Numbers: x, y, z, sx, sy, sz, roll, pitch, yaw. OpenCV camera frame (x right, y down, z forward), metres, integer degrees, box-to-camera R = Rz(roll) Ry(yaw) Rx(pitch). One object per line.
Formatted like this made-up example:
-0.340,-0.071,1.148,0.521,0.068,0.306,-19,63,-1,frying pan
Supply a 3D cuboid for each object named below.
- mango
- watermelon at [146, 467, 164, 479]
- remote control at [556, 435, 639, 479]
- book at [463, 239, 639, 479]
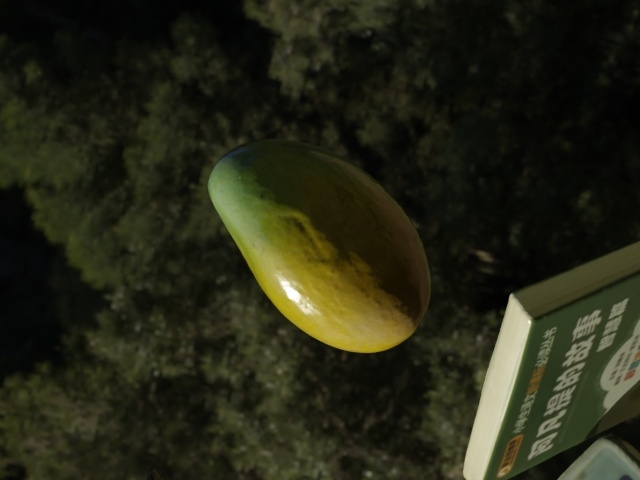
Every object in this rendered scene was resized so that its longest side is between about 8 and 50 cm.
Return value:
0.000,0.000,0.975,0.130,0.195,0.092,-56,3,-22,mango
-0.152,0.386,1.117,0.279,0.279,0.359,125,149,-58,watermelon
0.241,0.257,0.817,0.123,0.038,0.285,-52,49,14,remote control
0.224,0.061,0.884,0.027,0.264,0.202,54,153,33,book
